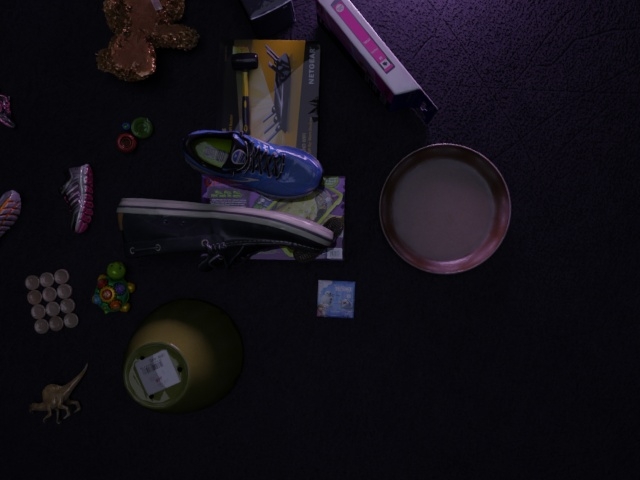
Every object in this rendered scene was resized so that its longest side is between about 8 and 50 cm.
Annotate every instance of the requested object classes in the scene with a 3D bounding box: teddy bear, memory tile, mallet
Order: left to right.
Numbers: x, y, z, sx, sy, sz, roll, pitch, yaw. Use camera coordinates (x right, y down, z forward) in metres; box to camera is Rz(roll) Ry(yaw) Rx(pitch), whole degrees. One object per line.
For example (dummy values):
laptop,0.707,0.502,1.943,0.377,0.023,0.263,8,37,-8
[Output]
memory tile,-0.658,0.150,1.631,0.113,0.012,0.148,-13,89,1
teddy bear,-0.414,-0.533,1.610,0.245,0.113,0.337,0,81,-6
mallet,-0.183,-0.341,1.542,0.062,0.039,0.189,6,92,3

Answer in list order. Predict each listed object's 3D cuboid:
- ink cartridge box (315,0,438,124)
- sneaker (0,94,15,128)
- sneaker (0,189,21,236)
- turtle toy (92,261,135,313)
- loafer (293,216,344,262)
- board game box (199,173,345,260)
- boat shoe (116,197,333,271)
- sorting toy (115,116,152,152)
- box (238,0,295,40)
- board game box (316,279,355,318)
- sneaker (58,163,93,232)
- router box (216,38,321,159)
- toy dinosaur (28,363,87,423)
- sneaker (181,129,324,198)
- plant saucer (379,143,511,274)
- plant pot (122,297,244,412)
ink cartridge box,0.125,-0.412,1.544,0.069,0.176,0.371,-41,88,0
sneaker,-0.782,-0.330,1.636,0.057,0.047,0.119,-38,89,-11
sneaker,-0.809,-0.038,1.608,0.083,0.084,0.215,37,91,7
turtle toy,-0.500,0.114,1.600,0.095,0.066,0.130,15,89,2
loafer,0.000,0.000,1.558,0.148,0.050,0.056,-37,84,16
board game box,-0.114,-0.055,1.607,0.347,0.056,0.208,2,93,1
boat shoe,-0.219,-0.004,1.499,0.501,0.187,0.155,5,90,8
sorting toy,-0.460,-0.260,1.628,0.102,0.042,0.061,-45,103,-12
box,-0.153,-0.605,1.569,0.108,0.153,0.207,-26,87,1
board game box,0.037,0.141,1.608,0.090,0.020,0.090,2,87,2
sneaker,-0.597,-0.102,1.613,0.075,0.063,0.170,1,83,1
router box,-0.122,-0.320,1.595,0.243,0.081,0.308,1,88,2
toy dinosaur,-0.624,0.382,1.604,0.183,0.053,0.092,-35,86,0
sneaker,-0.156,-0.169,1.480,0.330,0.147,0.129,12,94,0
plant saucer,0.295,-0.074,1.594,0.311,0.050,0.310,0,88,2
plant pot,-0.327,0.273,1.478,0.275,0.293,0.274,0,88,2
